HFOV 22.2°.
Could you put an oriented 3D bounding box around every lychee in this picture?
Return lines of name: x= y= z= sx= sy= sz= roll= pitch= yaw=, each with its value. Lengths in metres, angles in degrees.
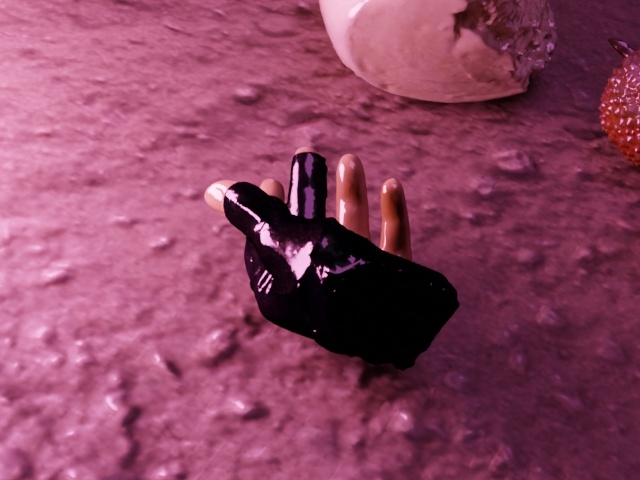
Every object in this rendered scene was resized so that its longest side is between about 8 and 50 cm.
lychee: x=0.389 y=-0.154 z=1.803 sx=0.165 sy=0.165 sz=0.197 roll=-13 pitch=58 yaw=-29

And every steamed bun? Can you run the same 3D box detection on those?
steamed bun: x=0.146 y=-0.285 z=1.856 sx=0.272 sy=0.273 sz=0.290 roll=46 pitch=30 yaw=-31

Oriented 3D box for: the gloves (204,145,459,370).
gloves: x=-0.002 y=0.008 z=1.507 sx=0.197 sy=0.152 sz=0.301 roll=20 pitch=28 yaw=-26
